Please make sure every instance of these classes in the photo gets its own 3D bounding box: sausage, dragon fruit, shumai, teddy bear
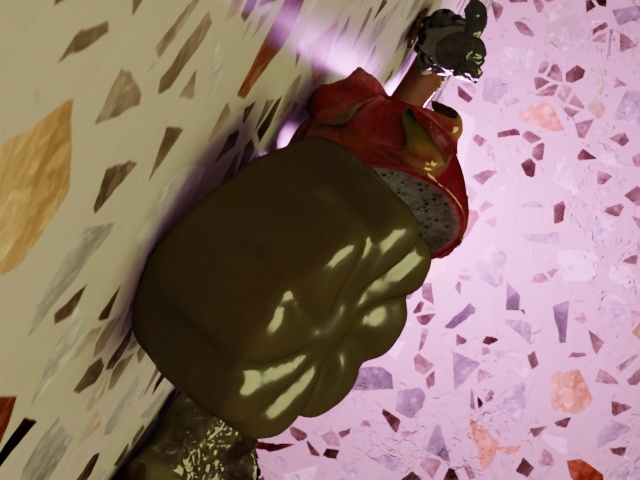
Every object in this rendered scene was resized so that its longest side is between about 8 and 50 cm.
[{"bbox_3d":[0.218,-0.353,2.451,0.094,0.094,0.419,-28,-154,58],"label":"sausage"},{"bbox_3d":[0.085,-0.117,1.622,0.305,0.305,0.225,111,-12,-53],"label":"dragon fruit"},{"bbox_3d":[-0.276,0.409,1.844,0.283,0.217,0.346,-6,118,-42],"label":"shumai"},{"bbox_3d":[0.278,-0.432,2.268,0.251,0.144,0.171,-134,-118,-79],"label":"teddy bear"}]

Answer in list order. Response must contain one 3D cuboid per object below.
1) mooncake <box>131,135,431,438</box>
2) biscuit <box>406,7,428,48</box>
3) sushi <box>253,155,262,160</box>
[{"bbox_3d":[-0.036,0.066,1.323,0.378,0.201,0.378,-37,155,-21],"label":"mooncake"},{"bbox_3d":[0.202,-0.447,2.242,0.082,0.016,0.092,-47,159,-79],"label":"biscuit"},{"bbox_3d":[-0.079,-0.064,1.447,0.084,0.098,0.094,-54,153,-72],"label":"sushi"}]
